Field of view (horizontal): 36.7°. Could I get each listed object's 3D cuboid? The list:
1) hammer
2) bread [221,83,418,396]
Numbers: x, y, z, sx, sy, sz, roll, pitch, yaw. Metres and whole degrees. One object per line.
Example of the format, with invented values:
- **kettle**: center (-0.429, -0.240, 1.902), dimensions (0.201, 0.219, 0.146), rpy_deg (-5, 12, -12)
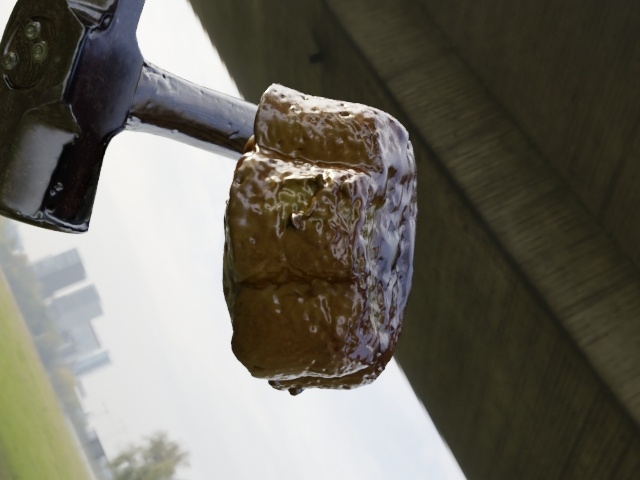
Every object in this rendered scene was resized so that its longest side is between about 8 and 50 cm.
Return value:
- **hammer**: center (-0.145, -0.122, 0.906), dimensions (0.095, 0.243, 0.409), rpy_deg (17, 3, 22)
- **bread**: center (-0.004, 0.005, 0.770), dimensions (0.232, 0.135, 0.247), rpy_deg (14, 81, -71)
